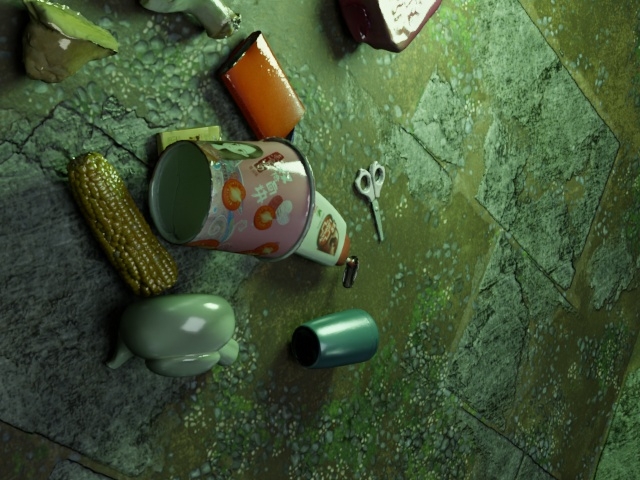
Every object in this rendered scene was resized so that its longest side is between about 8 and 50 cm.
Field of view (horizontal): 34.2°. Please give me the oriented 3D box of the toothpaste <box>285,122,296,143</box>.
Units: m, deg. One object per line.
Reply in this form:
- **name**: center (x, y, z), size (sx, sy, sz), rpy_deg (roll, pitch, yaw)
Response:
- **toothpaste**: center (-0.071, -0.176, 2.171), size (0.021, 0.037, 0.140), rpy_deg (11, 91, -22)

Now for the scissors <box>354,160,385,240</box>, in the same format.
- **scissors**: center (0.126, -0.086, 2.407), size (0.100, 0.015, 0.189), rpy_deg (-30, 119, -39)

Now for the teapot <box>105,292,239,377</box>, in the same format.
- **teapot**: center (-0.226, 0.175, 1.931), size (0.318, 0.220, 0.149), rpy_deg (1, 83, -46)

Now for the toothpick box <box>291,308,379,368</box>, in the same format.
- **toothpick box**: center (0.029, 0.219, 2.271), size (0.184, 0.120, 0.120), rpy_deg (-8, 101, -44)

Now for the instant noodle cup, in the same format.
- **instant noodle cup**: center (-0.170, -0.083, 1.929), size (0.231, 0.243, 0.243), rpy_deg (3, 93, -45)

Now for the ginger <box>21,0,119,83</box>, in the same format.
- **ginger**: center (-0.419, -0.319, 1.747), size (0.193, 0.115, 0.123), rpy_deg (6, 112, -54)

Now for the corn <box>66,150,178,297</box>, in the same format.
- **corn**: center (-0.357, -0.026, 1.844), size (0.102, 0.102, 0.313), rpy_deg (-48, 123, -31)

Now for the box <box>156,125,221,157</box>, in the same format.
- **box**: center (-0.248, -0.177, 1.989), size (0.149, 0.020, 0.073), rpy_deg (-13, 104, -45)

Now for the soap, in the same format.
- **soap**: center (0.166, -0.570, 2.299), size (0.325, 0.127, 0.220), rpy_deg (-50, 126, -29)

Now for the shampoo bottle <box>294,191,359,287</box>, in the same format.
- **shampoo bottle**: center (0.000, 0.000, 2.240), size (0.284, 0.071, 0.153), rpy_deg (39, 69, -41)

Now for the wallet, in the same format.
- **wallet**: center (-0.117, -0.299, 2.093), size (0.142, 0.045, 0.204), rpy_deg (-54, 131, -29)

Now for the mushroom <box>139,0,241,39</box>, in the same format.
- **mushroom**: center (-0.238, -0.441, 1.921), size (0.223, 0.081, 0.092), rpy_deg (19, 63, -49)
